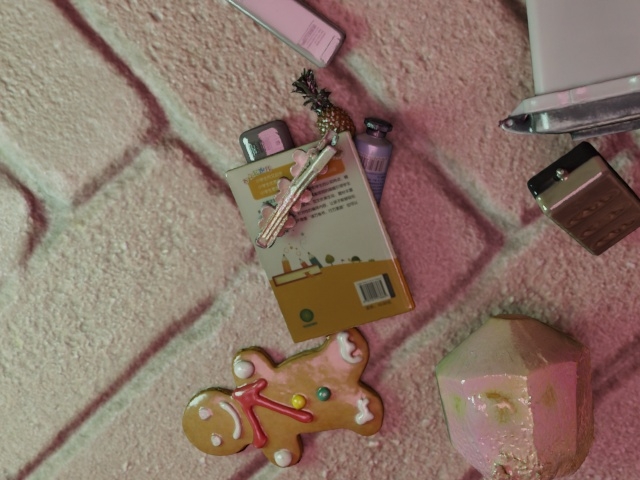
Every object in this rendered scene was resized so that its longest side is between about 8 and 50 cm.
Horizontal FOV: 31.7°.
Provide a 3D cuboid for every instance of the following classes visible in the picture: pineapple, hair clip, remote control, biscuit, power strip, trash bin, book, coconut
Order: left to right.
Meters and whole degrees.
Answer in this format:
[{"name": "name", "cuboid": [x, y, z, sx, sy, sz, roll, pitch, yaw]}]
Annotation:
[{"name": "remote control", "cuboid": [-0.080, -0.356, 1.684, 0.261, 0.029, 0.067, 36, 106, 1]}, {"name": "biscuit", "cuboid": [-0.068, 0.271, 1.827, 0.340, 0.047, 0.216, -14, 100, 11]}, {"name": "hair clip", "cuboid": [-0.036, -0.078, 1.668, 0.062, 0.056, 0.214, 29, 122, -14]}, {"name": "book", "cuboid": [0.000, 0.000, 1.720, 0.208, 0.020, 0.295, -16, 104, 19]}, {"name": "pineapple", "cuboid": [0.003, -0.203, 1.694, 0.058, 0.058, 0.124, -31, 97, 14]}, {"name": "coconut", "cuboid": [0.293, 0.228, 1.674, 0.233, 0.233, 0.245, -9, 105, 10]}, {"name": "power strip", "cuboid": [0.378, -0.054, 1.579, 0.105, 0.257, 0.070, -38, 60, 15]}, {"name": "trash bin", "cuboid": [0.374, -0.327, 1.511, 0.296, 0.256, 0.367, -9, 95, 33]}]

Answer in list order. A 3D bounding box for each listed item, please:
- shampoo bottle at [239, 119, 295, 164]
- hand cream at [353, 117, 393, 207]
[{"name": "shampoo bottle", "cuboid": [-0.063, -0.099, 1.737, 0.080, 0.040, 0.165, -19, 101, 12]}, {"name": "hand cream", "cuboid": [0.053, -0.055, 1.726, 0.091, 0.058, 0.271, 13, 109, -4]}]
